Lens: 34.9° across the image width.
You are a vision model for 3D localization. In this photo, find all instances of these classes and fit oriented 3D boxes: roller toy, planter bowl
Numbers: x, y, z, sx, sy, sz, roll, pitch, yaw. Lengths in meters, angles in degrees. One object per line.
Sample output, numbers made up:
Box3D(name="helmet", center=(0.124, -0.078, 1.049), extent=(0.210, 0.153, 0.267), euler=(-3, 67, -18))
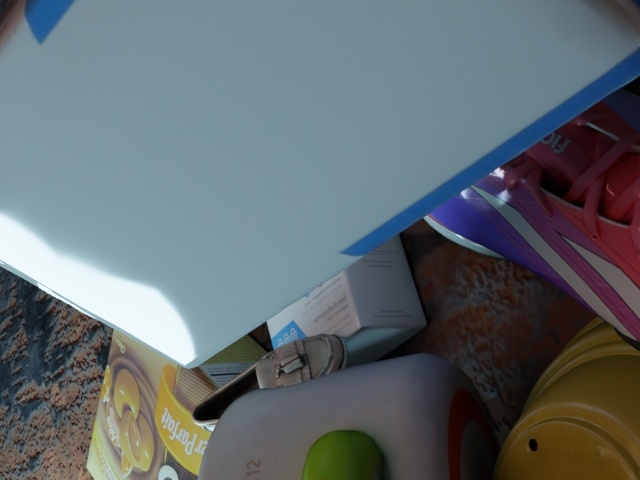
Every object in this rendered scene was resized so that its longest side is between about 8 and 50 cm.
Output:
Box3D(name="roller toy", center=(0.023, 0.168, 0.550), extent=(0.146, 0.191, 0.209), euler=(-15, 110, 18))
Box3D(name="planter bowl", center=(0.147, 0.132, 0.486), extent=(0.217, 0.090, 0.217), euler=(-6, 82, 55))

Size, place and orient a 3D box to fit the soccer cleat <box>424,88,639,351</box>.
Box3D(name="soccer cleat", center=(0.126, -0.029, 0.481), extent=(0.108, 0.116, 0.318), euler=(-54, 35, -6))

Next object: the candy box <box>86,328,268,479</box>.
Box3D(name="candy box", center=(-0.082, 0.183, 0.816), extent=(0.316, 0.088, 0.182), euler=(34, 115, 50))

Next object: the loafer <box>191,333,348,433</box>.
Box3D(name="loafer", center=(-0.035, 0.098, 0.668), extent=(0.125, 0.039, 0.045), euler=(-38, 48, 33))

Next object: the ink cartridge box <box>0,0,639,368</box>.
Box3D(name="ink cartridge box", center=(-0.003, -0.179, 0.491), extent=(0.285, 0.166, 0.394), euler=(-35, 30, 41))

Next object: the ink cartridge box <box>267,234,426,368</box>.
Box3D(name="ink cartridge box", center=(0.000, 0.000, 0.730), extent=(0.104, 0.062, 0.181), euler=(-42, 55, 45))
